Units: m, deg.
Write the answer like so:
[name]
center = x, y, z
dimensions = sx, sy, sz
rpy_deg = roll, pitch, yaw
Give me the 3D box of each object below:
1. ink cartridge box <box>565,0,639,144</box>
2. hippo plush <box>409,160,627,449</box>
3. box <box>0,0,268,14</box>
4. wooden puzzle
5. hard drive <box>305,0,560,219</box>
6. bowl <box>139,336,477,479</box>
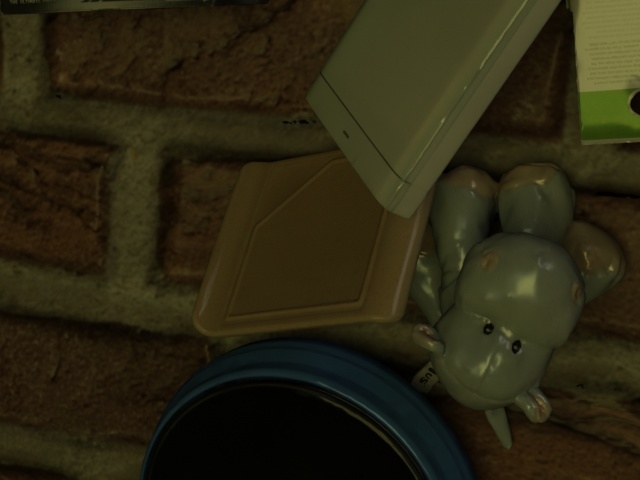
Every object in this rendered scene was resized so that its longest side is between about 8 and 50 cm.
[ink cartridge box]
center = 0.336, -0.229, 1.376
dimensions = 0.189, 0.097, 0.255
rpy_deg = -3, 101, 15
[hippo plush]
center = 0.150, 0.062, 1.403
dimensions = 0.234, 0.236, 0.294
rpy_deg = 33, 106, 7
[box]
center = -0.187, -0.266, 1.465
dimensions = 0.231, 0.183, 0.056
rpy_deg = 1, 101, 16
[wooden puzzle]
center = 0.000, 0.000, 1.448
dimensions = 0.239, 0.221, 0.044
rpy_deg = -5, 144, 32
[hard drive]
center = 0.126, -0.225, 1.374
dimensions = 0.047, 0.233, 0.353
rpy_deg = 21, 113, -33
[bowl]
center = -0.020, 0.301, 1.545
dimensions = 0.391, 0.077, 0.391
rpy_deg = 7, 109, 20
